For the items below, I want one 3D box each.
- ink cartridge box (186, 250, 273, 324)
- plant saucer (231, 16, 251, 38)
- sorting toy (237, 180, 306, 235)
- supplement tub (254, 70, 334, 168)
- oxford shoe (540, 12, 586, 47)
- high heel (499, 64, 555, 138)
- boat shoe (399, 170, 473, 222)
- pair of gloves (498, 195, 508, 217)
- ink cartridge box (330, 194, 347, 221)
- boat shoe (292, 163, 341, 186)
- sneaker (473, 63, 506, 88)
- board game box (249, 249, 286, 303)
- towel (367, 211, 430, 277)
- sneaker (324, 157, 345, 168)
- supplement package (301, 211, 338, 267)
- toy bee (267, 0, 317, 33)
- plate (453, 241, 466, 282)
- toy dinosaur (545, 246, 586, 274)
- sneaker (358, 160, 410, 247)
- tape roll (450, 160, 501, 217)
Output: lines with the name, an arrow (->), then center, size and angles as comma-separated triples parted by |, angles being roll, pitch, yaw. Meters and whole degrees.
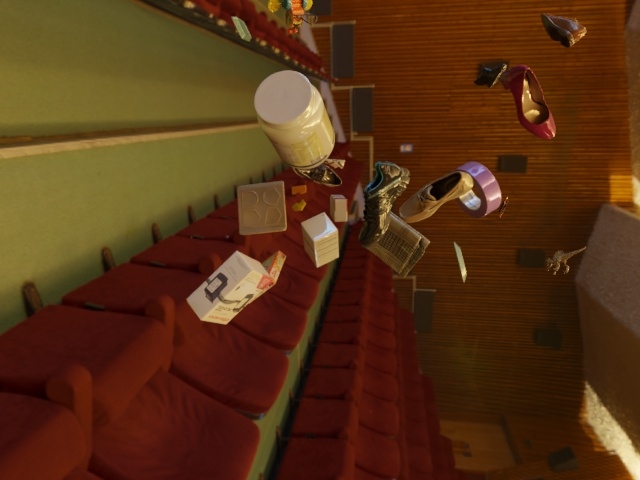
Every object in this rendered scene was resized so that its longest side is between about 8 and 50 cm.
ink cartridge box -> -0.303, 0.165, 1.494 | 0.100, 0.237, 0.172 | 48, 3, 24
plant saucer -> -0.248, -0.674, 1.408 | 0.067, 0.018, 0.192 | 62, 9, -21
sorting toy -> -0.207, -0.144, 1.913 | 0.041, 0.307, 0.229 | 47, 38, -75
supplement tub -> -0.087, -0.420, 1.576 | 0.325, 0.235, 0.235 | 52, 40, -70
oxford shoe -> 0.837, -0.740, 1.529 | 0.076, 0.076, 0.212 | 44, 22, -44
high heel -> 0.902, -0.568, 1.860 | 0.127, 0.377, 0.181 | -46, -165, 8
boat shoe -> 0.455, -0.188, 1.833 | 0.110, 0.341, 0.122 | 11, 53, -50
pair of gloves -> 0.736, -0.137, 1.784 | 0.083, 0.010, 0.074 | -52, 160, -56
ink cartridge box -> 0.079, -0.142, 1.926 | 0.135, 0.056, 0.099 | -113, -158, -74
boat shoe -> -0.008, -0.316, 2.043 | 0.285, 0.092, 0.103 | 20, 91, -47
sneaker -> 0.769, -0.758, 2.011 | 0.051, 0.089, 0.170 | -38, 167, -17
board game box -> -0.213, 0.136, 1.688 | 0.045, 0.147, 0.193 | 45, 26, -16
towel -> 0.392, 0.019, 2.377 | 0.056, 0.324, 0.312 | -36, 159, -44
sneaker -> 0.052, -0.340, 1.949 | 0.040, 0.109, 0.044 | -53, 149, -68
supplement package -> 0.000, 0.000, 1.683 | 0.105, 0.105, 0.179 | 56, -17, 33
toy bee -> -0.129, -0.980, 1.886 | 0.162, 0.195, 0.298 | 125, -33, -60
plate -> 0.620, 0.094, 1.955 | 0.188, 0.024, 0.188 | -15, 90, -75
toy dinosaur -> 0.924, 0.077, 1.701 | 0.183, 0.053, 0.092 | 136, -27, -62
sneaker -> 0.208, -0.140, 1.700 | 0.341, 0.139, 0.125 | -68, -154, 7
tape roll -> 0.764, -0.251, 2.201 | 0.275, 0.090, 0.275 | 58, -11, 18
